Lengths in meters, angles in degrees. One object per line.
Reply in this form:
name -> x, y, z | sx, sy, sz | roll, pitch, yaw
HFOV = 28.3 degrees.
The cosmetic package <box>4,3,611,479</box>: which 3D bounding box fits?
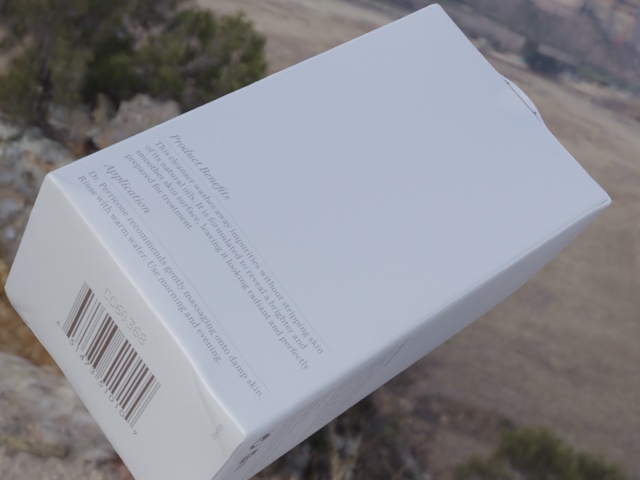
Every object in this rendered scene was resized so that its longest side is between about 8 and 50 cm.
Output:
cosmetic package -> 0.000, 0.000, 0.912 | 0.385, 0.156, 0.217 | -27, 73, -38
